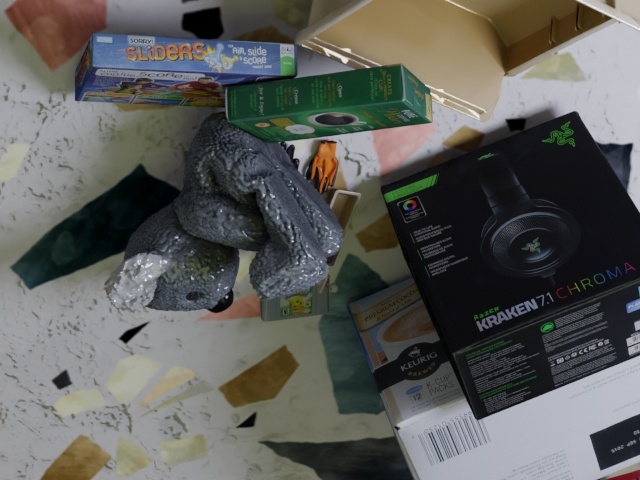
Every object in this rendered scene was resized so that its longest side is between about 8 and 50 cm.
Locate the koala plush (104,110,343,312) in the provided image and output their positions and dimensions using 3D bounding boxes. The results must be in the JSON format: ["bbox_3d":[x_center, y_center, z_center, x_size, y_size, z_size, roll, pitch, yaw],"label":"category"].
[{"bbox_3d":[-0.122,-0.005,1.495,0.221,0.196,0.203,-34,95,15],"label":"koala plush"}]

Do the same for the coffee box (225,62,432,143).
[{"bbox_3d":[0.011,-0.135,1.400,0.184,0.040,0.113,-6,171,20],"label":"coffee box"}]

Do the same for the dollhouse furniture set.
[{"bbox_3d":[0.000,0.000,1.591,0.091,0.081,0.114,9,122,-22],"label":"dollhouse furniture set"}]

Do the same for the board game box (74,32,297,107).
[{"bbox_3d":[-0.137,-0.167,1.405,0.201,0.136,0.035,1,81,-18],"label":"board game box"}]

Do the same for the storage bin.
[{"bbox_3d":[0.160,-0.238,1.351,0.260,0.123,0.262,20,157,-27],"label":"storage bin"}]

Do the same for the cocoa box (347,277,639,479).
[{"bbox_3d":[0.244,0.153,1.679,0.347,0.228,0.231,-23,129,1],"label":"cocoa box"}]

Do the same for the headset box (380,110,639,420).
[{"bbox_3d":[0.225,0.016,1.543,0.246,0.283,0.131,-21,136,2],"label":"headset box"}]

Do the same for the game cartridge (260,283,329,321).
[{"bbox_3d":[-0.030,0.068,1.675,0.083,0.017,0.056,-7,123,-11],"label":"game cartridge"}]

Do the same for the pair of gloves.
[{"bbox_3d":[-0.021,-0.081,1.571,0.083,0.010,0.074,-1,127,-12],"label":"pair of gloves"}]

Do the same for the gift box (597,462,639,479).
[{"bbox_3d":[0.451,0.337,1.865,0.258,0.255,0.276,-13,134,-9],"label":"gift box"}]
